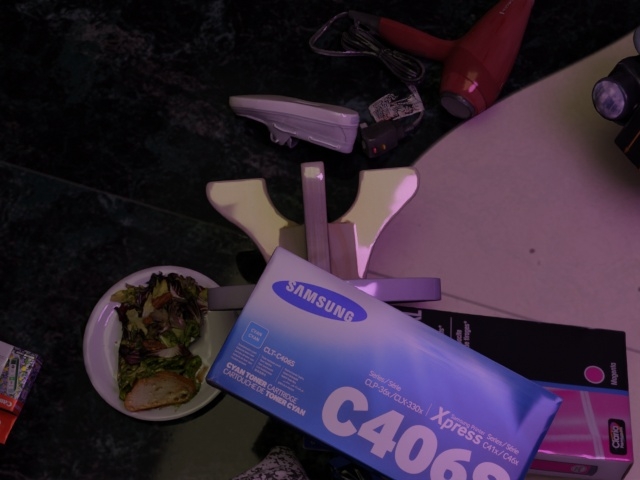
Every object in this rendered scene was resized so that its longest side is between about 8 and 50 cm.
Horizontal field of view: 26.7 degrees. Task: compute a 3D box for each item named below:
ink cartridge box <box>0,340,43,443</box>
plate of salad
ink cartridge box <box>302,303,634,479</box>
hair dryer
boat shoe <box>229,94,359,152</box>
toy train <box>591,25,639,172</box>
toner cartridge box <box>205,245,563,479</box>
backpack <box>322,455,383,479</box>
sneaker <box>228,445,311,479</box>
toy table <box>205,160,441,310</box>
[{"bbox_3d":[-0.397,0.187,1.666,0.063,0.029,0.115,18,72,11],"label":"ink cartridge box"},{"bbox_3d":[-0.198,0.123,1.662,0.200,0.048,0.200,-2,70,5],"label":"plate of salad"},{"bbox_3d":[0.171,0.172,1.555,0.371,0.069,0.175,5,55,-1],"label":"ink cartridge box"},{"bbox_3d":[0.147,-0.253,1.751,0.293,0.080,0.223,-21,69,-3],"label":"hair dryer"},{"bbox_3d":[-0.037,-0.151,1.741,0.184,0.066,0.063,11,104,18],"label":"boat shoe"},{"bbox_3d":[0.475,-0.171,1.615,0.334,0.142,0.190,-18,63,-35],"label":"toy train"},{"bbox_3d":[0.067,0.162,1.448,0.348,0.075,0.165,28,79,2],"label":"toner cartridge box"},{"bbox_3d":[0.064,0.303,1.546,0.101,0.098,0.120,-20,69,-6],"label":"backpack"},{"bbox_3d":[-0.160,0.372,1.546,0.410,0.158,0.182,-27,34,3],"label":"sneaker"},{"bbox_3d":[0.000,0.000,1.604,0.274,0.252,0.161,-3,86,-11],"label":"toy table"}]
